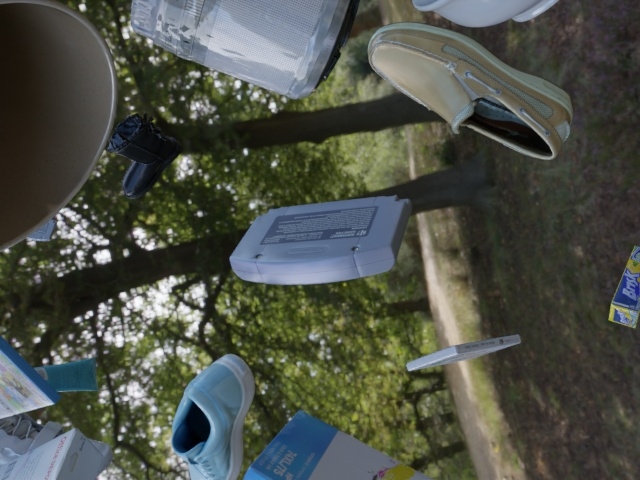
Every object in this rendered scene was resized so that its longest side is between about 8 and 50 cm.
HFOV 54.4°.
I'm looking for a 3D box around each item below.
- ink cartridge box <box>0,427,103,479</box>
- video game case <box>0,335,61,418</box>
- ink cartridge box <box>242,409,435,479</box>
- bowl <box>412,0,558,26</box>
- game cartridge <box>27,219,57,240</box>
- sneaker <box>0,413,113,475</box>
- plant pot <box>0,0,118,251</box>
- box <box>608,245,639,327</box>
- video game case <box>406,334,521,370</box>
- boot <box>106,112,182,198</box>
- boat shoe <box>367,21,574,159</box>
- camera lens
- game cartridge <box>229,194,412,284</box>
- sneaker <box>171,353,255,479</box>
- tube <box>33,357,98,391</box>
[{"bbox_3d":[-0.534,0.471,1.165,0.093,0.213,0.154,57,-172,-23],"label":"ink cartridge box"},{"bbox_3d":[-0.428,0.183,0.821,0.119,0.166,0.015,55,-142,-19],"label":"video game case"},{"bbox_3d":[0.032,0.367,0.714,0.198,0.270,0.197,-67,-12,8],"label":"ink cartridge box"},{"bbox_3d":[0.274,-0.399,0.847,0.134,0.298,0.297,34,-156,-19],"label":"bowl"},{"bbox_3d":[-0.645,-0.028,1.411,0.017,0.083,0.055,100,-177,-66],"label":"game cartridge"},{"bbox_3d":[-0.634,0.411,1.318,0.137,0.366,0.210,-94,4,-72],"label":"sneaker"},{"bbox_3d":[-0.376,-0.158,0.560,0.274,0.256,0.256,35,176,14],"label":"plant pot"},{"bbox_3d":[0.640,0.093,1.267,0.169,0.054,0.059,-53,-36,-30],"label":"box"},{"bbox_3d":[0.254,0.202,1.116,0.157,0.143,0.019,-42,56,58],"label":"video game case"},{"bbox_3d":[-0.261,-0.118,0.879,0.045,0.121,0.099,49,-172,22],"label":"boot"},{"bbox_3d":[0.124,-0.125,0.534,0.068,0.190,0.072,103,-169,-58],"label":"boat shoe"},{"bbox_3d":[-0.097,-0.336,0.864,0.219,0.275,0.219,-162,90,-78],"label":"camera lens"},{"bbox_3d":[0.000,0.000,1.092,0.198,0.298,0.062,-67,-35,-48],"label":"game cartridge"},{"bbox_3d":[-0.236,0.384,1.207,0.150,0.135,0.365,-24,-46,-46],"label":"sneaker"},{"bbox_3d":[-0.589,0.310,1.408,0.207,0.052,0.080,10,-110,-58],"label":"tube"}]
